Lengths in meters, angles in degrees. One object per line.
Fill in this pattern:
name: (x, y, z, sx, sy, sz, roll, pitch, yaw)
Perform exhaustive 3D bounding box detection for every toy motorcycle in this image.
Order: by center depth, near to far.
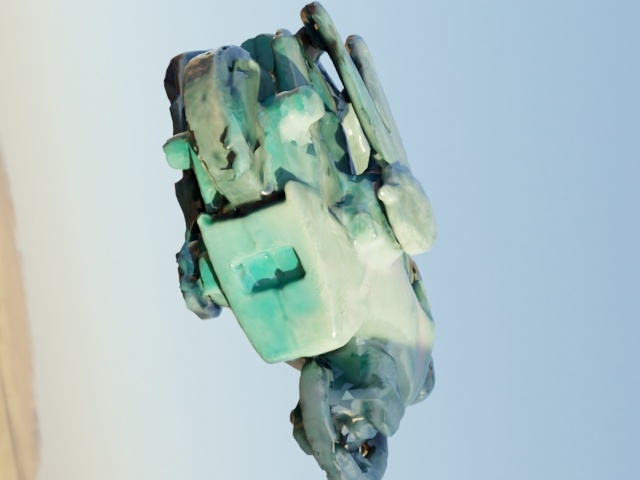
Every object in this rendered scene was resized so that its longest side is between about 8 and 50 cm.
toy motorcycle: (0.000, 0.000, 0.809, 0.260, 0.154, 0.206, 70, 20, -8)
